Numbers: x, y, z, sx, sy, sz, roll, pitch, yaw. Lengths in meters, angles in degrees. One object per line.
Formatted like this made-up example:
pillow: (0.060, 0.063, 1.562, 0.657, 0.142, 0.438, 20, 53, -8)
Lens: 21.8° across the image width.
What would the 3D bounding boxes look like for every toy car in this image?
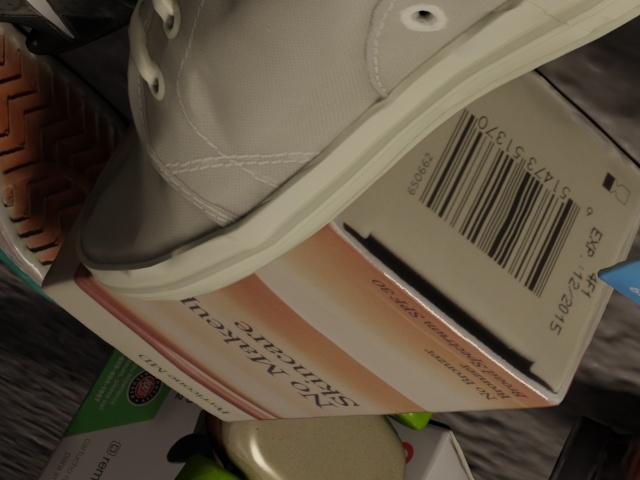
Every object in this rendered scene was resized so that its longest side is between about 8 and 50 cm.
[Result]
toy car: (-0.040, 0.121, 1.129, 0.149, 0.155, 0.188, 42, 166, -28)

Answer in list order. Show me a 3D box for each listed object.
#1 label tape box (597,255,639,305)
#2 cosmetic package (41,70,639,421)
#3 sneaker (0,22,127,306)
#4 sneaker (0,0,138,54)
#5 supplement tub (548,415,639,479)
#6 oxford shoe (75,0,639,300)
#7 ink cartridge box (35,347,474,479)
label tape box: (0.286, -0.003, 0.541, 0.249, 0.115, 0.347, 32, 159, -8)
cosmetic package: (0.000, 0.000, 0.838, 0.153, 0.129, 0.296, 37, 156, -22)
sneaker: (-0.212, -0.068, 0.977, 0.121, 0.108, 0.302, -3, 134, 52)
sneaker: (-0.156, -0.145, 0.695, 0.106, 0.078, 0.234, -32, 141, 21)
supplement tub: (0.228, 0.174, 0.973, 0.198, 0.106, 0.106, 25, 157, 9)
oxford shoe: (0.002, -0.102, 0.590, 0.130, 0.169, 0.449, 32, 150, -15)
ink cartridge box: (-0.055, 0.209, 1.229, 0.289, 0.211, 0.121, 15, 152, 27)
